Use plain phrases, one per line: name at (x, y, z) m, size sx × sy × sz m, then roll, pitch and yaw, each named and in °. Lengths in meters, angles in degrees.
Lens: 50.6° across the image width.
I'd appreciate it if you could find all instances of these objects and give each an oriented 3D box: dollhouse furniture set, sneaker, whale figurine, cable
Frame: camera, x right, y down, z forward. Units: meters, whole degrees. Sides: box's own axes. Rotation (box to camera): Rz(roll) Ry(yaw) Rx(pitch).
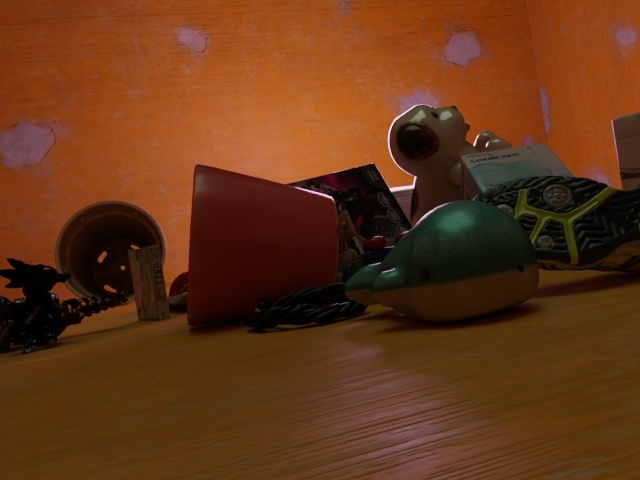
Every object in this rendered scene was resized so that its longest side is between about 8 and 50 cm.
dollhouse furniture set at (-0.009, 0.030, 1.328) m, size 0.123 × 0.144 × 0.151 m, roll -33°, pitch -19°, yaw 34°
sneaker at (-0.295, 0.129, 1.788) m, size 0.221 × 0.087 × 0.128 m, roll -25°, pitch -41°, yaw 38°
whale figurine at (0.144, 0.027, 0.877) m, size 0.216 × 0.141 × 0.272 m, roll -10°, pitch 1°, yaw -36°
sneaker at (0.393, -0.002, 0.966) m, size 0.384 × 0.145 × 0.147 m, roll 1°, pitch -30°, yaw 8°
cable at (-0.020, 0.098, 1.017) m, size 0.184 × 0.047 × 0.150 m, roll -8°, pitch 1°, yaw 16°

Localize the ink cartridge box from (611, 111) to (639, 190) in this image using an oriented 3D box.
ink cartridge box at (0.734, -0.139, 1.406) m, size 0.198 × 0.273 × 0.114 m, roll -9°, pitch 1°, yaw -25°

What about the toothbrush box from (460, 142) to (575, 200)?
toothbrush box at (0.460, -0.092, 1.544) m, size 0.216 × 0.126 × 0.296 m, roll -9°, pitch 36°, yaw -2°

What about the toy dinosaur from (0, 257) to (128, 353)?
toy dinosaur at (-0.545, 0.132, 1.289) m, size 0.322 × 0.164 × 0.218 m, roll -33°, pitch -4°, yaw -29°

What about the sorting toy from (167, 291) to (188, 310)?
sorting toy at (-0.227, 0.129, 1.626) m, size 0.307 × 0.041 × 0.229 m, roll -9°, pitch -4°, yaw -29°

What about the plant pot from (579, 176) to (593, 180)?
plant pot at (0.624, -0.086, 1.770) m, size 0.166 × 0.167 × 0.165 m, roll -9°, pitch 11°, yaw -16°

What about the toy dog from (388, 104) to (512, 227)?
toy dog at (0.329, -0.175, 1.831) m, size 0.395 × 0.408 × 0.285 m, roll -19°, pitch 21°, yaw 19°

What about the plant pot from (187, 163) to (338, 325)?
plant pot at (-0.104, 0.012, 1.176) m, size 0.243 × 0.275 × 0.275 m, roll 3°, pitch -1°, yaw -9°

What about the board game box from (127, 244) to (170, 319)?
board game box at (-0.365, 0.091, 1.435) m, size 0.026 × 0.154 × 0.103 m, roll -10°, pitch 2°, yaw -40°

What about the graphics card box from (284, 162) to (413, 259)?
graphics card box at (0.023, -0.031, 1.548) m, size 0.370 × 0.233 × 0.094 m, roll -16°, pitch -22°, yaw -34°

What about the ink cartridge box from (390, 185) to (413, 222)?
ink cartridge box at (0.266, -0.043, 1.987) m, size 0.171 × 0.235 × 0.056 m, roll -9°, pitch 17°, yaw -23°

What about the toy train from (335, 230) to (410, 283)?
toy train at (0.138, 0.051, 1.240) m, size 0.248 × 0.105 × 0.143 m, roll -9°, pitch -12°, yaw -43°

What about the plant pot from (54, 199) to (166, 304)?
plant pot at (-0.668, 0.065, 2.231) m, size 0.333 × 0.334 × 0.305 m, roll -9°, pitch -10°, yaw -11°
